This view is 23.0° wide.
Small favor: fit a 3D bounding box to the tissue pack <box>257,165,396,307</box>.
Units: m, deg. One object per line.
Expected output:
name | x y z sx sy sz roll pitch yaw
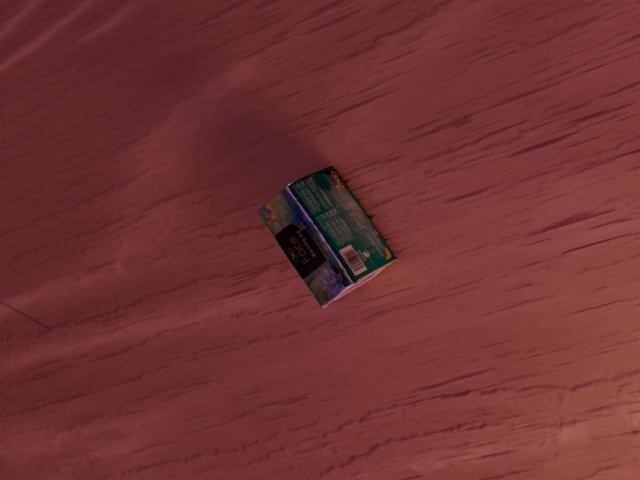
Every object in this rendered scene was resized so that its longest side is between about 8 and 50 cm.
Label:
tissue pack | 0.000 0.001 1.477 0.079 0.085 0.111 -39 83 35
